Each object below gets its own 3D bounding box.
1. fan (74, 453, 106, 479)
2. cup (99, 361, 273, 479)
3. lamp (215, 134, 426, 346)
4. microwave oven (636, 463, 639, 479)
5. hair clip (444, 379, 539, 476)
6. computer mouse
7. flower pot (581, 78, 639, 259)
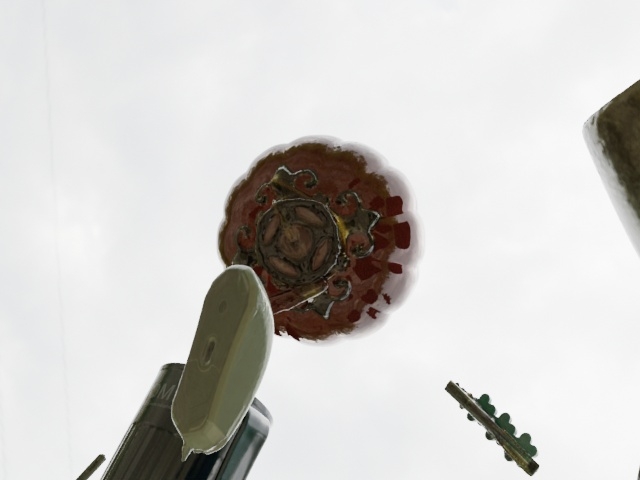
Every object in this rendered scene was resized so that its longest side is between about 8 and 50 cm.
[{"bbox_3d":[-0.475,0.454,1.115,0.223,0.012,0.294,6,-120,11],"label":"fan"},{"bbox_3d":[-0.226,0.411,1.306,0.308,0.292,0.242,9,-37,28],"label":"cup"},{"bbox_3d":[0.000,0.000,1.046,0.303,0.257,0.303,0,-89,13],"label":"lamp"},{"bbox_3d":[0.333,0.183,0.452,0.236,0.374,0.432,8,-123,30],"label":"microwave oven"},{"bbox_3d":[0.231,0.242,0.967,0.173,0.049,0.049,45,-62,45],"label":"hair clip"},{"bbox_3d":[-0.083,0.114,0.668,0.089,0.056,0.181,-1,-112,56],"label":"computer mouse"},{"bbox_3d":[0.493,-0.063,0.878,0.293,0.293,0.330,-38,-99,30],"label":"flower pot"}]
